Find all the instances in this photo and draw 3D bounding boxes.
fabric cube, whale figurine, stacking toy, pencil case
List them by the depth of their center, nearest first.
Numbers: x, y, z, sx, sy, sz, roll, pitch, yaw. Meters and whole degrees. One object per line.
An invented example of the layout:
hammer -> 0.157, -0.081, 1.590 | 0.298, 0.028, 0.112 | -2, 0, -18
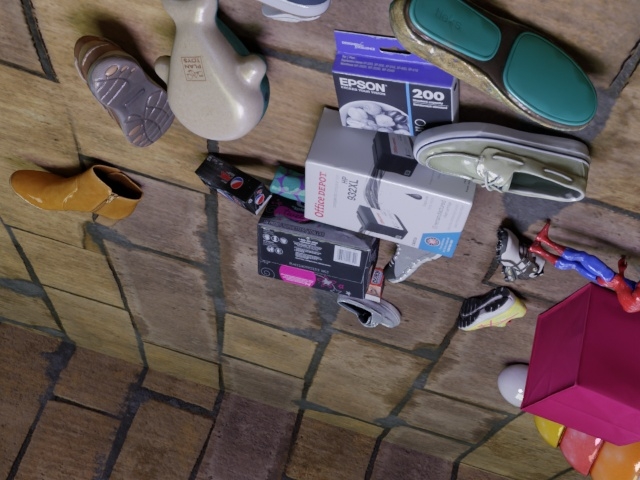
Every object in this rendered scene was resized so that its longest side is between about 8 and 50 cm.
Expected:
whale figurine -> -0.179, -0.307, 1.441 | 0.216, 0.141, 0.272 | 4, 126, 26
pencil case -> -0.028, -0.110, 1.768 | 0.152, 0.070, 0.064 | 17, 119, 8
fabric cube -> 0.639, 0.287, 1.909 | 0.258, 0.254, 0.259 | 21, 154, -6
stacking toy -> 0.689, 0.475, 2.261 | 0.480, 0.350, 0.350 | 24, 158, 22

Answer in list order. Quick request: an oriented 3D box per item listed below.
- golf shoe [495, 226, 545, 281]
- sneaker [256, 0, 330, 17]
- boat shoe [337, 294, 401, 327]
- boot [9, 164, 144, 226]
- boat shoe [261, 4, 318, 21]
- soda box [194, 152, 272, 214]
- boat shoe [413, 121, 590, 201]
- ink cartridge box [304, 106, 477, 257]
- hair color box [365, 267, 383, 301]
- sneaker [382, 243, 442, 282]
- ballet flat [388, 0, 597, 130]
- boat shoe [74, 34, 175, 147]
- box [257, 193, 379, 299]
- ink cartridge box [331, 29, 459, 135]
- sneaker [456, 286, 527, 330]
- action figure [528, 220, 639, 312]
golf shoe -> 0.414, 0.026, 1.756 | 0.094, 0.077, 0.198 | 0, 158, 22
sneaker -> -0.111, -0.411, 1.189 | 0.282, 0.099, 0.153 | 13, 159, -5
boat shoe -> 0.122, 0.185, 2.232 | 0.227, 0.081, 0.079 | 36, 149, -32
boot -> -0.585, -0.136, 2.050 | 0.295, 0.104, 0.211 | 23, 149, -21
boat shoe -> -0.041, -0.359, 1.333 | 0.100, 0.035, 0.035 | 3, 178, 20
soda box -> -0.185, -0.119, 1.786 | 0.169, 0.060, 0.053 | 31, 167, 34
boat shoe -> 0.307, -0.130, 1.432 | 0.302, 0.094, 0.109 | 5, 151, 2
ink cartridge box -> 0.130, -0.105, 1.604 | 0.307, 0.129, 0.223 | 15, 154, 6
hair color box -> 0.075, 0.096, 2.120 | 0.167, 0.053, 0.093 | 12, 153, 9
sneaker -> 0.176, 0.006, 1.863 | 0.132, 0.086, 0.229 | 32, 141, -17
ballet flat -> 0.250, -0.269, 1.251 | 0.348, 0.123, 0.123 | 26, 153, -17
boat shoe -> -0.369, -0.286, 1.611 | 0.116, 0.123, 0.324 | 47, 170, 18
box -> 0.000, 0.000, 1.846 | 0.247, 0.142, 0.163 | 12, 135, 9
ink cartridge box -> 0.126, -0.253, 1.416 | 0.206, 0.045, 0.208 | 11, 152, 16
sneaker -> 0.411, 0.181, 2.044 | 0.094, 0.081, 0.208 | 26, 153, -21
action figure -> 0.571, 0.038, 1.674 | 0.280, 0.139, 0.091 | 36, 160, 13
